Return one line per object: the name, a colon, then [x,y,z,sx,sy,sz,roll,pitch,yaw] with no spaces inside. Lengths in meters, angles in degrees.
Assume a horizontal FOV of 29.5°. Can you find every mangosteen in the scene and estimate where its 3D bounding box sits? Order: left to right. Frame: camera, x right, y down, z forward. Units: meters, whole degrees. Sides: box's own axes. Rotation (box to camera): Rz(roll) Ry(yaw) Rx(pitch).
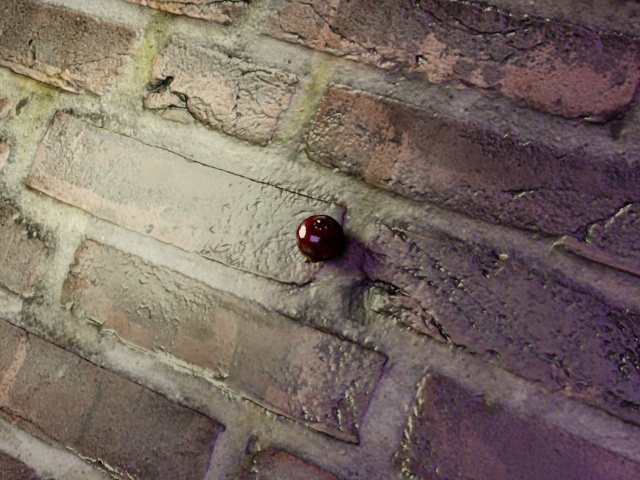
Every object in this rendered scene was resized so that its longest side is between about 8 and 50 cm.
mangosteen: [0.000,-0.003,1.971,0.081,0.081,0.081,-8,71,24]
